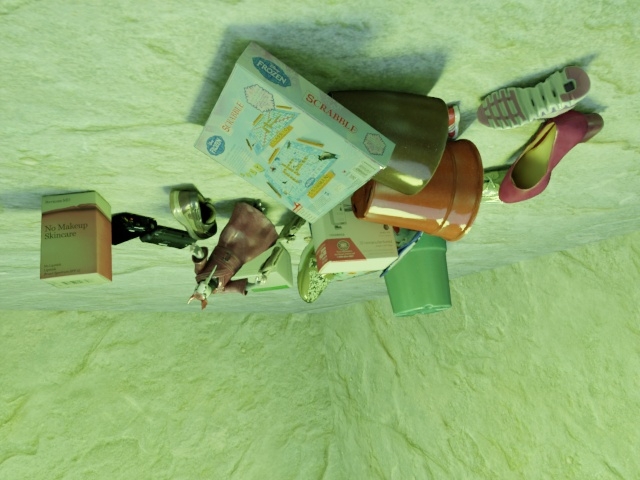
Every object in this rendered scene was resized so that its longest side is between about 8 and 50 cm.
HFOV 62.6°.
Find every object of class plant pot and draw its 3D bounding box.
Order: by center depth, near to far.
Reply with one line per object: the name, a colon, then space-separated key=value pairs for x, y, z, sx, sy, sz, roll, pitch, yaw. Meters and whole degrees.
plant pot: x=0.112 y=-0.227 z=1.103 sx=0.231 sy=0.215 sz=0.215 roll=14 pitch=158 yaw=-16
plant pot: x=0.230 y=-0.140 z=1.354 sx=0.265 sy=0.272 sz=0.272 roll=4 pitch=162 yaw=-13
plant pot: x=0.423 y=0.153 z=2.323 sx=0.341 sy=0.334 sz=0.341 roll=-8 pitch=164 yaw=-2

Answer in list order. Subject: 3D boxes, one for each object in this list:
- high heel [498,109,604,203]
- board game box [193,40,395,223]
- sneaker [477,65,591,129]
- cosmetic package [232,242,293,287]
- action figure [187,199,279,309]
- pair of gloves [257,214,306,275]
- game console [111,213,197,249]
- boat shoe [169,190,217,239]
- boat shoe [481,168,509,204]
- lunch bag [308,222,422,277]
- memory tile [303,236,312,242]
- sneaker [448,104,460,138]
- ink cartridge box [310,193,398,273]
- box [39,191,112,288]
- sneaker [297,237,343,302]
high heel: x=0.570 y=-0.217 z=1.432 sx=0.181 sy=0.127 sz=0.377 roll=-10 pitch=151 yaw=-30
board game box: x=-0.068 y=-0.190 z=1.053 sx=0.318 sy=0.065 sz=0.319 roll=33 pitch=151 yaw=-14
sneaker: x=0.476 y=-0.302 z=1.181 sx=0.236 sy=0.095 sz=0.104 roll=-15 pitch=171 yaw=22
cosmetic package: x=-0.238 y=0.104 z=2.156 sx=0.197 sy=0.155 sz=0.365 roll=-7 pitch=166 yaw=7
action figure: x=-0.301 y=0.049 z=1.631 sx=0.248 sy=0.370 sz=0.276 roll=46 pitch=156 yaw=-21
pair of gloves: x=-0.130 y=0.020 z=1.792 sx=0.042 sy=0.240 sz=0.204 roll=34 pitch=153 yaw=-11
game console: x=-0.580 y=-0.017 z=1.763 sx=0.213 sy=0.043 sz=0.361 roll=-15 pitch=163 yaw=31
boat shoe: x=-0.355 y=-0.073 z=1.565 sx=0.092 sy=0.102 sz=0.285 roll=-5 pitch=159 yaw=8
boat shoe: x=0.523 y=-0.165 z=1.660 sx=0.302 sy=0.109 sz=0.094 roll=-13 pitch=162 yaw=27
lunch bag: x=0.169 y=0.016 z=1.893 sx=0.386 sy=0.238 sz=0.328 roll=-12 pitch=169 yaw=-2
memory tile: x=0.000 y=0.000 z=2.162 sx=0.113 sy=0.012 sz=0.148 roll=-12 pitch=165 yaw=14
sneaker: x=0.296 y=-0.277 z=1.258 sx=0.067 sy=0.042 sz=0.118 roll=-14 pitch=156 yaw=6
ink cartridge box: x=0.082 y=-0.060 z=1.486 sx=0.207 sy=0.282 sz=0.117 roll=-3 pitch=160 yaw=-17
box: x=-0.658 y=0.001 z=1.424 sx=0.149 sy=0.232 sz=0.127 roll=-7 pitch=164 yaw=-5
sneaker: x=0.083 y=0.031 z=1.611 sx=0.182 sy=0.410 sz=0.158 roll=34 pitch=-179 yaw=38
